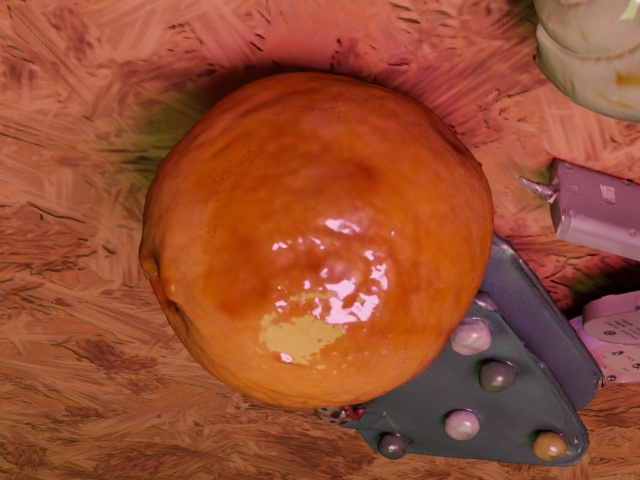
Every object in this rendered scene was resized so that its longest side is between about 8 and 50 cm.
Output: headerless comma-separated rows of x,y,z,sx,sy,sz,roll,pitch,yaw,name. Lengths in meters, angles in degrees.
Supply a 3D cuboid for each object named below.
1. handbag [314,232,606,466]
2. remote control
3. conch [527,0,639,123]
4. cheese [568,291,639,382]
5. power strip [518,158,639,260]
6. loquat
0.100,0.123,0.880,0.274,0.100,0.269,-11,135,33,handbag
0.320,0.050,0.747,0.077,0.022,0.245,28,150,-34,remote control
0.209,-0.121,0.538,0.143,0.137,0.250,-46,147,19,conch
0.319,0.083,0.878,0.135,0.052,0.244,30,140,-34,cheese
0.262,-0.012,0.729,0.252,0.060,0.027,14,146,-15,power strip
0.000,0.000,0.629,0.238,0.238,0.193,15,153,-17,loquat
